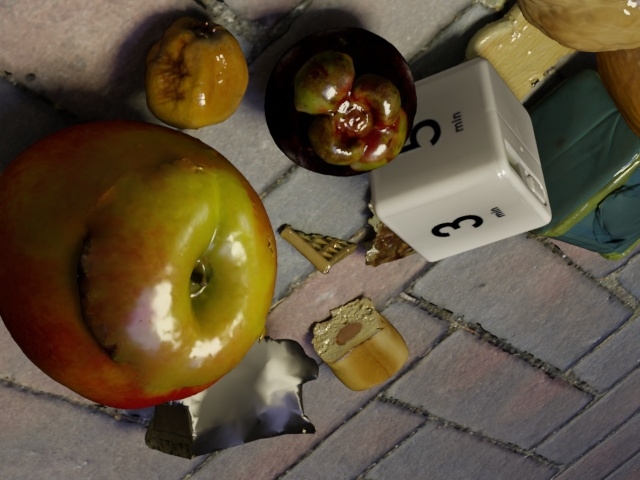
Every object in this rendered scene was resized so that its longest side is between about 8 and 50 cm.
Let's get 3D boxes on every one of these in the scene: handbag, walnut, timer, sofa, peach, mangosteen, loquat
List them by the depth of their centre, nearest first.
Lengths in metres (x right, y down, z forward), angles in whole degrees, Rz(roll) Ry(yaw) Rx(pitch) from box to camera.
[{"bbox_3d":[-0.151,-0.200,1.482,0.137,0.113,0.137,-9,119,-17],"label":"loquat"},{"bbox_3d":[-0.233,0.025,1.484,0.370,0.370,0.370,-20,143,-15],"label":"peach"},{"bbox_3d":[0.368,-0.372,1.524,0.313,0.252,0.277,-17,155,-5],"label":"walnut"},{"bbox_3d":[0.029,-0.172,1.567,0.210,0.210,0.210,-20,143,-15],"label":"mangosteen"},{"bbox_3d":[0.482,-0.253,1.698,0.203,0.297,0.203,-18,167,-4],"label":"walnut"},{"bbox_3d":[0.188,-0.108,1.721,0.195,0.194,0.192,-18,150,23],"label":"timer"},{"bbox_3d":[0.429,-0.116,1.912,0.263,0.222,0.241,-46,147,22],"label":"handbag"},{"bbox_3d":[-0.154,0.233,1.965,0.258,0.182,0.200,-8,180,-28],"label":"sofa"}]

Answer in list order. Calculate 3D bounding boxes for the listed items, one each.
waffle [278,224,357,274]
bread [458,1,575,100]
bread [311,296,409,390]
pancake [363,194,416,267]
[{"bbox_3d":[0.000,0.000,1.915,0.023,0.097,0.153,-50,173,22],"label":"waffle"},{"bbox_3d":[0.286,-0.275,1.765,0.251,0.039,0.182,-37,144,9],"label":"bread"},{"bbox_3d":[0.070,0.181,2.125,0.134,0.085,0.173,-35,143,1],"label":"bread"},{"bbox_3d":[0.157,-0.065,1.936,0.266,0.057,0.244,-39,136,4],"label":"pancake"}]
